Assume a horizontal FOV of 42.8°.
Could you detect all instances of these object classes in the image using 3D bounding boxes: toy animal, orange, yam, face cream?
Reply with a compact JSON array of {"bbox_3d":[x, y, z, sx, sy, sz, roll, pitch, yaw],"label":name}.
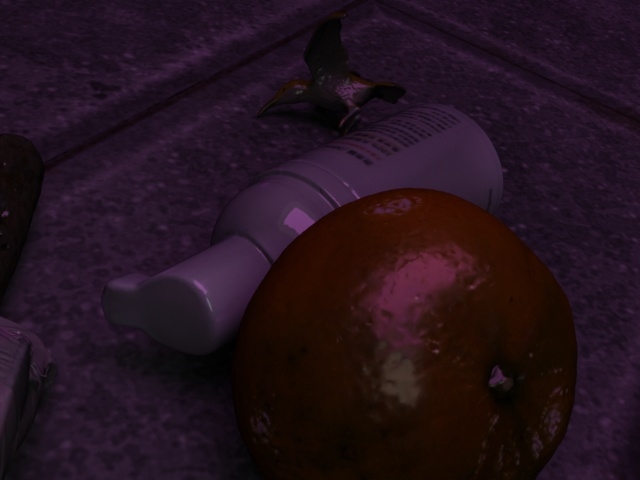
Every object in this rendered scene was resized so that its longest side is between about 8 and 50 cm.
[{"bbox_3d":[0.010,-0.164,0.932,0.155,0.219,0.095,-36,75,-4],"label":"toy animal"},{"bbox_3d":[0.061,0.084,0.540,0.240,0.240,0.171,-7,8,-27],"label":"orange"},{"bbox_3d":[-0.273,-0.012,0.652,0.078,0.078,0.179,9,42,-10],"label":"yam"},{"bbox_3d":[0.000,0.000,0.684,0.145,0.145,0.370,37,44,23],"label":"face cream"}]

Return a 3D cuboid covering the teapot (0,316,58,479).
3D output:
[{"bbox_3d":[-0.260,0.102,0.488,0.178,0.221,0.163,18,76,-14],"label":"teapot"}]
